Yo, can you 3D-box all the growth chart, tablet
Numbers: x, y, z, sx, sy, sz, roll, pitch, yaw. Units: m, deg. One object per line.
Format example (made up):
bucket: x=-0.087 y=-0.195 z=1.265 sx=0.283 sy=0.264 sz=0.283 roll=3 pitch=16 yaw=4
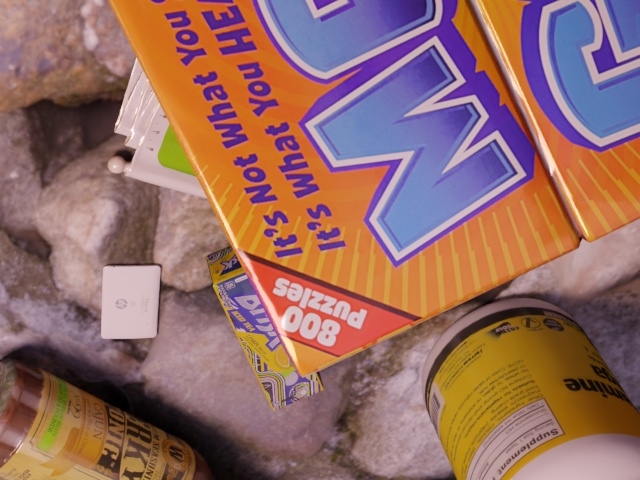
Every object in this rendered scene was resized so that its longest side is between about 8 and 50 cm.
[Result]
growth chart: x=-0.092 y=-0.137 z=1.095 sx=0.172 sy=0.021 sz=0.237 roll=7 pitch=119 yaw=-19
tablet: x=-0.182 y=0.059 z=1.201 sx=0.054 sy=0.006 sz=0.083 roll=0 pitch=120 yaw=-13

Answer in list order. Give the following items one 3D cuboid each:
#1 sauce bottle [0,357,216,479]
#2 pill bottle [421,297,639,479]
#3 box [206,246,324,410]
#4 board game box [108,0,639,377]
sauce bottle: x=-0.190 y=0.231 z=1.245 sx=0.344 sy=0.111 sz=0.111 roll=31 pitch=109 yaw=-30
pill bottle: x=0.228 y=0.217 z=1.203 sx=0.188 sy=0.334 sz=0.188 roll=-7 pitch=123 yaw=-10
box: x=-0.053 y=0.082 z=1.218 sx=0.059 sy=0.054 sz=0.169 roll=-22 pitch=123 yaw=0
board game box: x=0.067 y=-0.178 z=0.840 sx=0.356 sy=0.356 sz=0.356 roll=-26 pitch=98 yaw=2
